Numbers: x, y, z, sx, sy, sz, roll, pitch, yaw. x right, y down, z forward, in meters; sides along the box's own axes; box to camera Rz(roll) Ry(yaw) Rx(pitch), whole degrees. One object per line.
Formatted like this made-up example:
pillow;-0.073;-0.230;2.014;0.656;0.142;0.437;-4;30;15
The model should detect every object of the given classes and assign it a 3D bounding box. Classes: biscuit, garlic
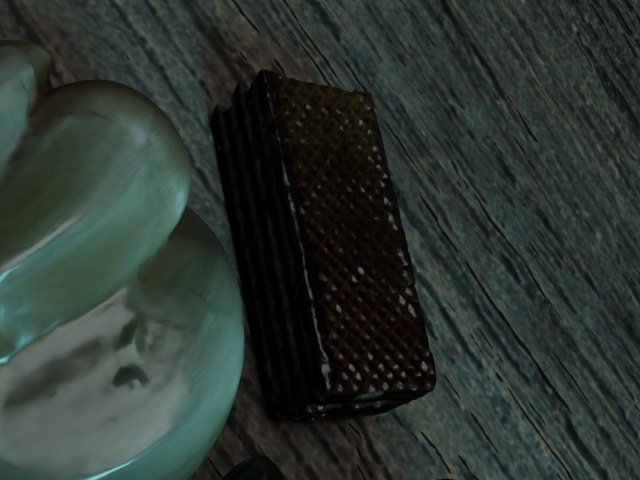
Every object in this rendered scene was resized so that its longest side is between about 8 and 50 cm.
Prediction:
biscuit;0.000;0.000;0.917;0.106;0.070;0.252;5;65;-40
garlic;-0.157;0.027;0.732;0.325;0.132;0.279;-42;106;-40

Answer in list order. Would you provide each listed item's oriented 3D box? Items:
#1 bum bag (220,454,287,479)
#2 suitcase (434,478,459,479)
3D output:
bum bag;-0.095;0.231;0.701;0.340;0.095;0.144;-23;101;-44
suitcase;0.044;0.290;0.688;0.297;0.161;0.236;-35;138;-45
